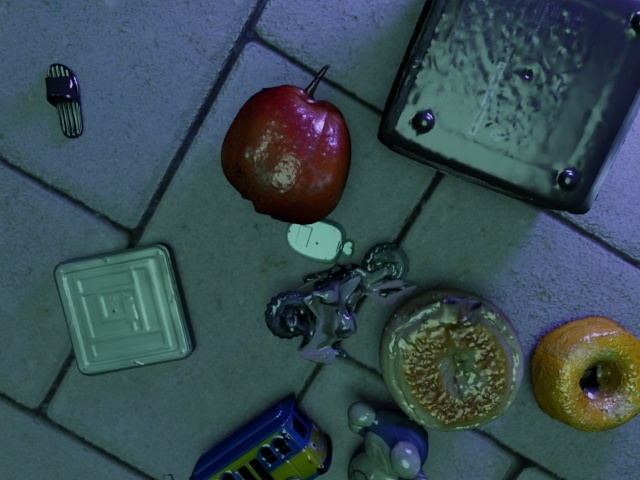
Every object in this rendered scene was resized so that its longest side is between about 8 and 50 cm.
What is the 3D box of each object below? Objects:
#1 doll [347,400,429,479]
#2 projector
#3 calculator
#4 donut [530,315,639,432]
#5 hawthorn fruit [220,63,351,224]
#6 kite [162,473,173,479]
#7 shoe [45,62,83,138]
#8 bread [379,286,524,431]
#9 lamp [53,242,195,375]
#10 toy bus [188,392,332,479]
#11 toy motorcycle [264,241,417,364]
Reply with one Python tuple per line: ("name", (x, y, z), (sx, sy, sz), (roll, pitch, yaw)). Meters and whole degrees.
("doll", (0.139, 0.483, 1.155), (0.228, 0.154, 0.258), (32, 117, 42))
("projector", (0.351, -0.293, 0.998), (0.405, 0.242, 0.395), (22, 100, 1))
("calculator", (0.000, 0.000, 1.170), (0.153, 0.021, 0.095), (18, 99, 3))
("donut", (0.572, 0.282, 1.142), (0.254, 0.118, 0.253), (0, 92, -11))
("hawthorn fruit", (-0.045, -0.190, 1.028), (0.254, 0.254, 0.300), (29, 107, -1))
("kite", (-0.325, 0.706, 1.296), (0.336, 0.011, 0.314), (-19, 97, 5))
("shoe", (-0.544, -0.295, 1.142), (0.062, 0.053, 0.159), (-8, 100, 8))
("bread", (0.267, 0.239, 1.123), (0.306, 0.159, 0.305), (1, 101, 6))
("lamp", (-0.435, 0.154, 1.203), (0.269, 0.047, 0.266), (-11, 96, 5))
("toy bus", (-0.130, 0.492, 1.191), (0.288, 0.138, 0.175), (-37, 96, 8))
("toy motorcycle", (0.053, 0.141, 1.138), (0.327, 0.143, 0.188), (-26, 105, -8))
